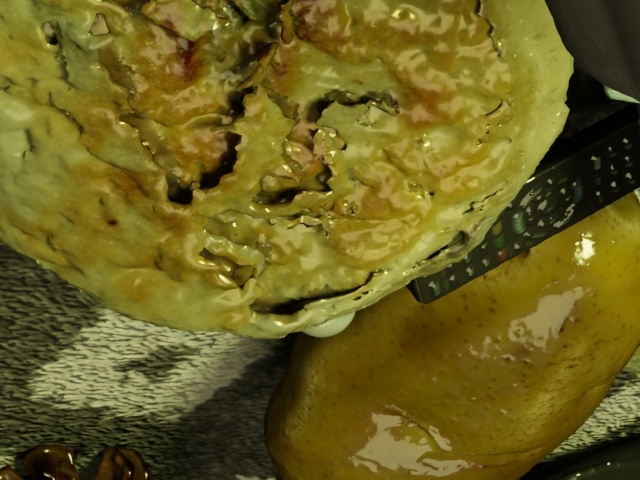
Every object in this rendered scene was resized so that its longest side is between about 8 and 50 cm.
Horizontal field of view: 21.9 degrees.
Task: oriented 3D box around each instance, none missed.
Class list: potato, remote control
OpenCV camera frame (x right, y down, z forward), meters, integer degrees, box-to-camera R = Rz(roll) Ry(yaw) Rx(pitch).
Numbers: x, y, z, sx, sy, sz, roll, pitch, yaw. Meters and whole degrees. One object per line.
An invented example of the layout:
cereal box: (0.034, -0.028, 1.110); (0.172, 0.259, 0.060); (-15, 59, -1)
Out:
potato: (0.094, 0.083, 1.132); (0.195, 0.176, 0.369); (39, 126, -4)
remote control: (0.154, -0.038, 0.968); (0.245, 0.025, 0.063); (-28, 137, -9)

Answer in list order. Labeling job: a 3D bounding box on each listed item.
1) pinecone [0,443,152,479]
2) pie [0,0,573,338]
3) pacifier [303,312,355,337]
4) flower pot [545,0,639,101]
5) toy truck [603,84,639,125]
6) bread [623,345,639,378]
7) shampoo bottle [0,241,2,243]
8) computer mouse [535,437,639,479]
pinecone: (-0.184, 0.256, 1.292); (0.229, 0.202, 0.201); (-12, 134, 45)
pie: (-0.040, -0.074, 0.813); (0.339, 0.077, 0.339); (-1, 134, -1)
pacifier: (0.000, 0.000, 0.981); (0.127, 0.116, 0.150); (3, 164, 30)
flower pot: (0.160, -0.204, 0.571); (0.265, 0.265, 0.243); (-22, 135, 18)
toy truck: (0.309, -0.124, 0.828); (0.338, 0.133, 0.184); (-25, 120, 20)
bread: (0.336, 0.032, 1.212); (0.207, 0.056, 0.286); (-4, 151, -9)
shampoo bottle: (-0.152, -0.025, 0.949); (0.099, 0.043, 0.072); (1, 149, -20)
computer mouse: (0.292, 0.236, 1.505); (0.269, 0.100, 0.170); (-13, 148, 13)
